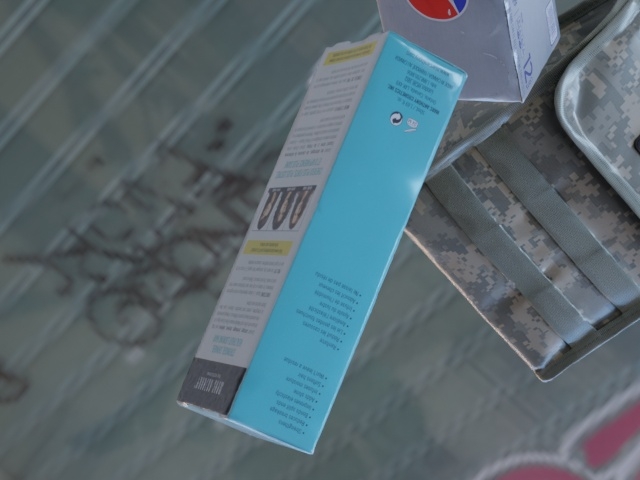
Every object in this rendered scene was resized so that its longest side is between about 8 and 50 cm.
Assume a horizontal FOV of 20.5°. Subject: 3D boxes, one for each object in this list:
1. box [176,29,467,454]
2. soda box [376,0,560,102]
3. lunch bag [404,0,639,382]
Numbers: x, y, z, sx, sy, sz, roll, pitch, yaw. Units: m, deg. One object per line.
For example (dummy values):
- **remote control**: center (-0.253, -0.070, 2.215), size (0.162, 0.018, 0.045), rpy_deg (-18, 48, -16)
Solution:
- **box**: center (0.000, 0.000, 1.053), size (0.244, 0.060, 0.100), rpy_deg (-67, -160, -8)
- **soda box**: center (0.083, -0.233, 1.166), size (0.098, 0.286, 0.091), rpy_deg (5, -140, 27)
- **lunch bag**: center (0.230, -0.059, 1.498), size (0.287, 0.235, 0.169), rpy_deg (-36, -160, 20)
